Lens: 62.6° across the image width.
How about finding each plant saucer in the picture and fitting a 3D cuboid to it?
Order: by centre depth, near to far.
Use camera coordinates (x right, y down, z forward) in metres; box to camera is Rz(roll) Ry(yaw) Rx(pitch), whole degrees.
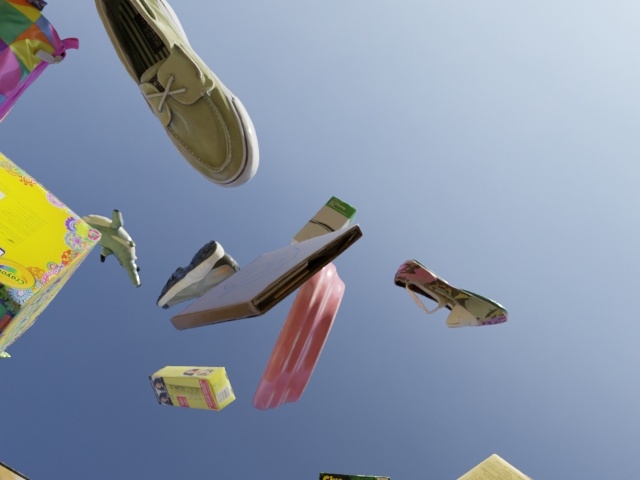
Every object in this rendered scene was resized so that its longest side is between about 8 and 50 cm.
[{"bbox_3d":[-0.035,0.189,1.059,0.084,0.332,0.332,23,-119,1],"label":"plant saucer"}]

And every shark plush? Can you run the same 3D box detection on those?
[{"bbox_3d":[-0.387,0.021,0.982,0.067,0.073,0.161,-31,-83,-43],"label":"shark plush"}]

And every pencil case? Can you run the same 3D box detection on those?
[{"bbox_3d":[-0.385,-0.173,0.582,0.105,0.104,0.236,25,-111,17],"label":"pencil case"}]

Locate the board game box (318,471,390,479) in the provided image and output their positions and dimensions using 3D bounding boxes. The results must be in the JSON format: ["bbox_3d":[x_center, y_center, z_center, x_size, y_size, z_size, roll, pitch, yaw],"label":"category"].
[{"bbox_3d":[0.063,0.520,1.081,0.136,0.259,0.030,6,-124,3],"label":"board game box"}]

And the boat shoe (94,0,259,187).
[{"bbox_3d":[-0.190,-0.195,0.669,0.109,0.094,0.302,-36,-95,20],"label":"boat shoe"}]

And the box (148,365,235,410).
[{"bbox_3d":[-0.312,0.352,1.263,0.232,0.087,0.058,-9,-167,37],"label":"box"}]

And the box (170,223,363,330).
[{"bbox_3d":[-0.067,0.044,0.609,0.164,0.201,0.021,-37,-79,-38],"label":"box"}]

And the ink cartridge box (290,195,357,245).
[{"bbox_3d":[0.000,0.000,1.449,0.087,0.153,0.208,32,-130,12],"label":"ink cartridge box"}]

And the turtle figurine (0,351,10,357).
[{"bbox_3d":[-0.741,0.136,1.216,0.275,0.198,0.266,1,-105,-29],"label":"turtle figurine"}]

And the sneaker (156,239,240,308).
[{"bbox_3d":[-0.299,0.107,1.261,0.108,0.272,0.100,41,-142,-22],"label":"sneaker"}]

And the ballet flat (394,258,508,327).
[{"bbox_3d":[0.235,0.115,0.991,0.222,0.076,0.079,30,-113,24],"label":"ballet flat"}]

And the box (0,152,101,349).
[{"bbox_3d":[-0.527,0.017,0.733,0.290,0.279,0.177,42,-148,-12],"label":"box"}]

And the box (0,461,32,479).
[{"bbox_3d":[-0.505,0.380,0.782,0.169,0.290,0.087,-13,-144,38],"label":"box"}]

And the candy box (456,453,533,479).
[{"bbox_3d":[0.178,0.476,0.760,0.317,0.182,0.088,-22,-159,-24],"label":"candy box"}]
